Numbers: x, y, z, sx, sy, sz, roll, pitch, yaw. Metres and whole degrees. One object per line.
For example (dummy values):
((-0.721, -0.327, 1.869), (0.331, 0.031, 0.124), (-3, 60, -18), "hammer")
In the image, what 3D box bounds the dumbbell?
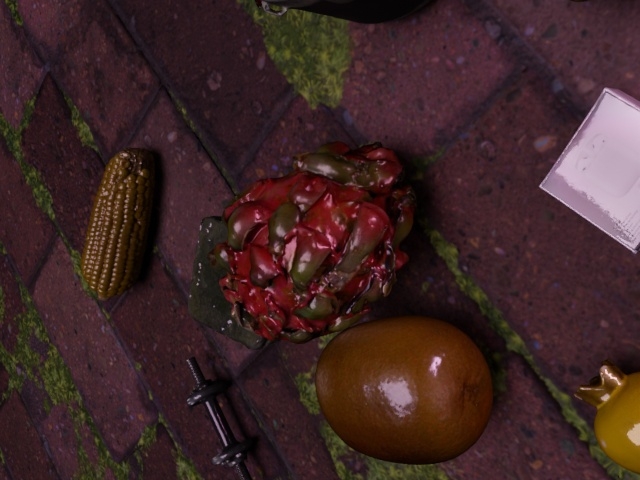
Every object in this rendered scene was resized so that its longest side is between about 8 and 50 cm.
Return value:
((-0.180, 0.325, 1.203), (0.081, 0.081, 0.254), (-39, 74, 37), "dumbbell")

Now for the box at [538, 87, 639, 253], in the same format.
((0.332, -0.077, 0.733), (0.129, 0.051, 0.130), (42, 120, 27), "box")

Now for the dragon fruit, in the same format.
((-0.002, 0.002, 0.897), (0.302, 0.237, 0.231), (-36, 84, 11), "dragon fruit")

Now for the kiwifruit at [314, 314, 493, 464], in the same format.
((0.100, 0.192, 0.879), (0.234, 0.196, 0.196), (-16, 88, 44), "kiwifruit")

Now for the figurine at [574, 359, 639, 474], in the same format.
((0.397, 0.202, 0.692), (0.185, 0.127, 0.234), (-46, 55, 22), "figurine")

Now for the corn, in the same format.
((-0.386, -0.026, 1.293), (0.119, 0.119, 0.322), (29, 110, 32), "corn")

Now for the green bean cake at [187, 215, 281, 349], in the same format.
((-0.123, 0.061, 1.102), (0.183, 0.094, 0.185), (21, 110, 36), "green bean cake")

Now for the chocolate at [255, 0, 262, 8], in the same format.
((-0.119, -0.455, 1.052), (0.086, 0.028, 0.182), (-44, 72, 38), "chocolate")

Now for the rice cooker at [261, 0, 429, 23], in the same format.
((0.018, -0.408, 0.787), (0.288, 0.277, 0.288), (6, 100, 39), "rice cooker")
